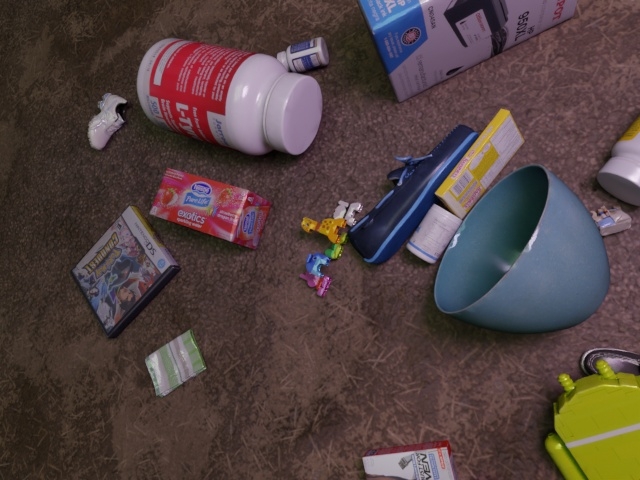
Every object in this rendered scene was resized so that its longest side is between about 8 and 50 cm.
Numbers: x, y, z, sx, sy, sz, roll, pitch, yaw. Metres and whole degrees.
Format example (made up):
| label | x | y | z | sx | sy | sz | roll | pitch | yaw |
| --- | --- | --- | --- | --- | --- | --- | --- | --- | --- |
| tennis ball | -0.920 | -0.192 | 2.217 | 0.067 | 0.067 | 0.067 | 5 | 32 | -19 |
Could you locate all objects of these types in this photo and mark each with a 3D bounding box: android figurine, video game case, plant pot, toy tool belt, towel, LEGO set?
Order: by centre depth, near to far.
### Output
| label | x | y | z | sx | sy | sz | roll | pitch | yaw |
| --- | --- | --- | --- | --- | --- | --- | --- | --- | --- |
| android figurine | 0.495 | 0.324 | 0.696 | 0.248 | 0.056 | 0.273 | -37 | 83 | 28 |
| plant pot | 0.362 | 0.045 | 0.743 | 0.195 | 0.290 | 0.290 | 31 | 92 | -3 |
| toy tool belt | 0.523 | -0.036 | 0.803 | 0.083 | 0.052 | 0.051 | -18 | 43 | 13 |
| LEGO set | 0.000 | 0.000 | 0.968 | 0.093 | 0.087 | 0.227 | 23 | 87 | 22 |
| towel | -0.365 | 0.307 | 1.082 | 0.152 | 0.023 | 0.113 | -34 | 71 | 12 |
| video game case | -0.541 | 0.082 | 1.184 | 0.275 | 0.035 | 0.248 | -45 | 69 | 7 |

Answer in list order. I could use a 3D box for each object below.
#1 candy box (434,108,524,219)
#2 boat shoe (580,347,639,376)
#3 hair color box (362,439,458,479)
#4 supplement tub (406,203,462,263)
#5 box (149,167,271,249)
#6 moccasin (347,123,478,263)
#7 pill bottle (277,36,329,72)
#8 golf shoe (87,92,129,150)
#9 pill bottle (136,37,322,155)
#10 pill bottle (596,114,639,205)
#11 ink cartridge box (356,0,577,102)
| label | x | y | z | sx | sy | sz | roll | pitch | yaw |
| --- | --- | --- | --- | --- | --- | --- | --- | --- | --- |
| candy box | 0.320 | -0.148 | 0.866 | 0.206 | 0.105 | 0.027 | -52 | 46 | 4 |
| boat shoe | 0.563 | 0.244 | 0.718 | 0.227 | 0.068 | 0.081 | 21 | 88 | 23 |
| hair color box | 0.174 | 0.450 | 0.835 | 0.167 | 0.053 | 0.093 | -17 | 75 | 18 |
| supplement tub | 0.231 | -0.013 | 0.884 | 0.071 | 0.071 | 0.107 | 35 | 101 | 23 |
| box | -0.269 | -0.078 | 1.064 | 0.256 | 0.122 | 0.128 | 18 | 86 | 23 |
| moccasin | 0.178 | -0.109 | 0.896 | 0.342 | 0.137 | 0.117 | -49 | 63 | 5 |
| pill bottle | -0.044 | -0.458 | 1.081 | 0.120 | 0.067 | 0.067 | -7 | 78 | 19 |
| golf shoe | -0.626 | -0.349 | 1.283 | 0.085 | 0.069 | 0.176 | 15 | 86 | 16 |
| pill bottle | -0.212 | -0.336 | 1.034 | 0.407 | 0.229 | 0.229 | 20 | 87 | 23 |
| pill bottle | 0.599 | -0.171 | 0.756 | 0.119 | 0.119 | 0.208 | 41 | 96 | 22 |
| ink cartridge box | 0.284 | -0.482 | 0.843 | 0.394 | 0.285 | 0.166 | -23 | 74 | 16 |
